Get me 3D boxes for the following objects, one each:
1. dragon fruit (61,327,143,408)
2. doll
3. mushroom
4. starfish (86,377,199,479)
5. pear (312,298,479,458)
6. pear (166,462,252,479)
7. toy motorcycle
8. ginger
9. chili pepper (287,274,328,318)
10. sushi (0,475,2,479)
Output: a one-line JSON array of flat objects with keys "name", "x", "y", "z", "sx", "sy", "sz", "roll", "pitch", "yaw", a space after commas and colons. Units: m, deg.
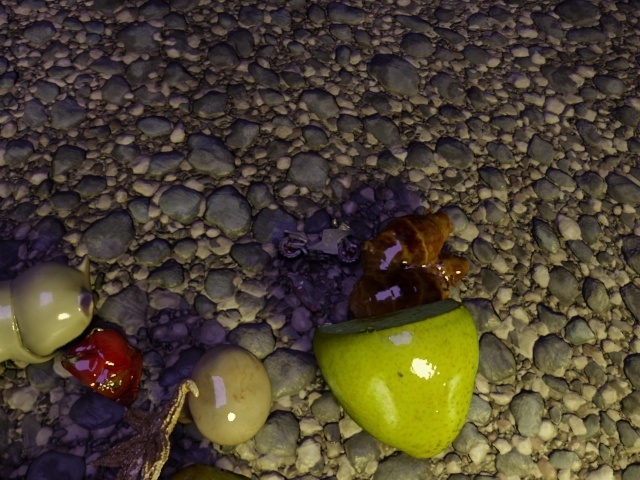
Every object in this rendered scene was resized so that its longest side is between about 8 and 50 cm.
[{"name": "dragon fruit", "x": -0.458, "y": 0.277, "z": 1.132, "sx": 0.161, "sy": 0.127, "sz": 0.120, "roll": 36, "pitch": 75, "yaw": 13}, {"name": "doll", "x": -0.682, "y": 0.173, "z": 1.126, "sx": 0.371, "sy": 0.225, "sz": 0.215, "roll": -9, "pitch": 32, "yaw": -20}, {"name": "mushroom", "x": -0.202, "y": 0.339, "z": 1.097, "sx": 0.206, "sy": 0.209, "sz": 0.206, "roll": 29, "pitch": 25, "yaw": -15}, {"name": "starfish", "x": -0.352, "y": 0.407, "z": 1.002, "sx": 0.060, "sy": 0.302, "sz": 0.299, "roll": 43, "pitch": 56, "yaw": -26}, {"name": "pear", "x": 0.177, "y": 0.301, "z": 1.075, "sx": 0.343, "sy": 0.238, "sz": 0.317, "roll": -12, "pitch": 94, "yaw": -4}, {"name": "pear", "x": -0.207, "y": 0.549, "z": 0.914, "sx": 0.295, "sy": 0.294, "sz": 0.294, "roll": 2, "pitch": 62, "yaw": -3}, {"name": "toy motorcycle", "x": 0.000, "y": 0.000, "z": 1.338, "sx": 0.216, "sy": 0.080, "sz": 0.122, "roll": 4, "pitch": 61, "yaw": 4}, {"name": "ginger", "x": 0.228, "y": 0.075, "z": 1.271, "sx": 0.275, "sy": 0.152, "sz": 0.357, "roll": 16, "pitch": 63, "yaw": 4}, {"name": "chili pepper", "x": -0.027, "y": 0.136, "z": 1.283, "sx": 0.050, "sy": 0.041, "sz": 0.153, "roll": -22, "pitch": 47, "yaw": -37}, {"name": "sushi", "x": -0.734, "y": 0.488, "z": 0.948, "sx": 0.219, "sy": 0.224, "sz": 0.238, "roll": -12, "pitch": 30, "yaw": -1}]
